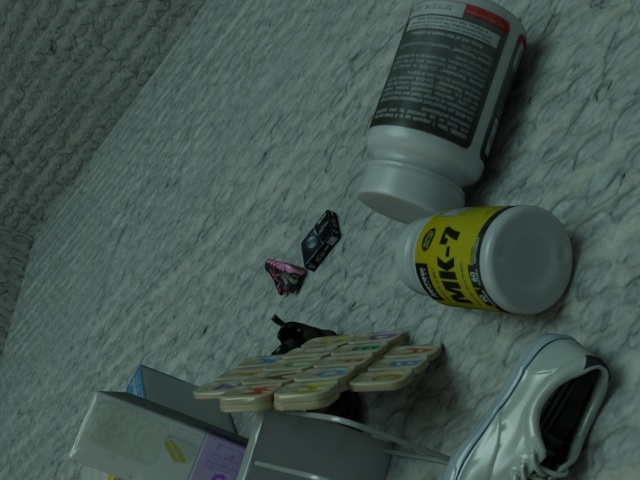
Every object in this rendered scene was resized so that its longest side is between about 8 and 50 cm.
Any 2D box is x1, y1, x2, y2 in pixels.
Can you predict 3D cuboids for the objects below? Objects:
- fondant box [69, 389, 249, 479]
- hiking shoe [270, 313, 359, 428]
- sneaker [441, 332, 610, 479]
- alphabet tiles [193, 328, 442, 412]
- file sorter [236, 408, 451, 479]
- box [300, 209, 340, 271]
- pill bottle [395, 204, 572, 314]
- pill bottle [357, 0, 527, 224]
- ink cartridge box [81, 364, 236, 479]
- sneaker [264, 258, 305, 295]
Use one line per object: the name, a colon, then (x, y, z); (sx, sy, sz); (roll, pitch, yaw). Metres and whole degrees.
fondant box: (-0.197, 0.293, 1.420); (0.330, 0.238, 0.096); (117, 174, -81)
hiking shoe: (-0.021, 0.196, 1.430); (0.086, 0.114, 0.227); (-56, 26, 21)
sneaker: (0.195, 0.213, 1.002); (0.258, 0.094, 0.091); (-65, 20, 0)
alphabet tiles: (-0.003, 0.157, 1.260); (0.278, 0.284, 0.021); (-6, 97, 25)
file sorter: (0.010, 0.344, 1.147); (0.173, 0.192, 0.278); (-6, 63, 59)
box: (0.000, 0.000, 1.681); (0.083, 0.018, 0.067); (-52, 28, 29)
pill bottle: (0.180, 0.020, 1.179); (0.208, 0.119, 0.119); (0, 68, 64)
pill bottle: (0.155, -0.167, 1.346); (0.161, 0.161, 0.283); (0, 67, 64)
ink cartridge box: (-0.275, 0.368, 1.719); (0.233, 0.171, 0.168); (-59, 25, 13)
sneaker: (-0.068, 0.064, 1.738); (0.119, 0.047, 0.057); (14, 92, 67)
